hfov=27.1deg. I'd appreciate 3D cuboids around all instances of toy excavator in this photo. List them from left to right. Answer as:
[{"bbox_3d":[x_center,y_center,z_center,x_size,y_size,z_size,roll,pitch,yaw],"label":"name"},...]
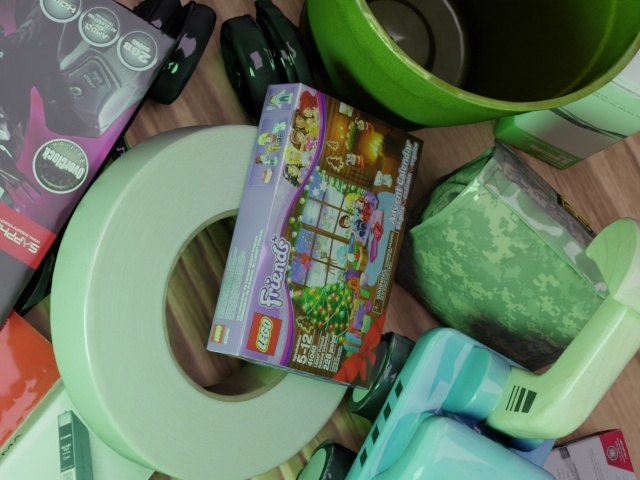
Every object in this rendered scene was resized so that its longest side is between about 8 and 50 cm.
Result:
[{"bbox_3d":[0.190,0.192,1.371,0.222,0.445,0.433,30,83,-12],"label":"toy excavator"}]

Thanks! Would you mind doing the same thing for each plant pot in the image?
[{"bbox_3d":[0.134,-0.280,1.519,0.367,0.353,0.366,3,79,-18],"label":"plant pot"}]

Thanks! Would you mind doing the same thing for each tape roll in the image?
[{"bbox_3d":[-0.105,0.068,1.434,0.392,0.072,0.392,-3,95,-41],"label":"tape roll"}]

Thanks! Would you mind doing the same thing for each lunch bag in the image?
[{"bbox_3d":[0.224,0.019,1.527,0.235,0.287,0.169,45,70,-5],"label":"lunch bag"}]

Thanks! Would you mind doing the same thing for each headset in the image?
[{"bbox_3d":[-0.125,-0.220,1.562,0.243,0.185,0.394,7,93,-14],"label":"headset"}]

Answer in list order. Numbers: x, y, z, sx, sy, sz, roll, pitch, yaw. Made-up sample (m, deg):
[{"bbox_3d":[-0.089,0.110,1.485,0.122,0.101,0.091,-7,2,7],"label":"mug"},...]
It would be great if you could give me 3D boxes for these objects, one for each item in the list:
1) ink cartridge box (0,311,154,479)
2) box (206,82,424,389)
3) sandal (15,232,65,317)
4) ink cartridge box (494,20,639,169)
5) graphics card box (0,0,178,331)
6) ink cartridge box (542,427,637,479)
[{"bbox_3d":[-0.342,0.242,1.393,0.261,0.066,0.296,44,71,-17],"label":"ink cartridge box"},{"bbox_3d":[0.000,0.000,1.436,0.201,0.057,0.293,19,80,-42],"label":"box"},{"bbox_3d":[-0.336,0.039,1.462,0.097,0.054,0.254,36,71,-9],"label":"sandal"},{"bbox_3d":[0.344,-0.223,1.619,0.115,0.273,0.198,26,73,-12],"label":"ink cartridge box"},{"bbox_3d":[-0.339,-0.110,1.375,0.233,0.094,0.371,32,81,-9],"label":"graphics card box"},{"bbox_3d":[0.305,0.302,1.617,0.150,0.063,0.109,-13,84,-20],"label":"ink cartridge box"}]
